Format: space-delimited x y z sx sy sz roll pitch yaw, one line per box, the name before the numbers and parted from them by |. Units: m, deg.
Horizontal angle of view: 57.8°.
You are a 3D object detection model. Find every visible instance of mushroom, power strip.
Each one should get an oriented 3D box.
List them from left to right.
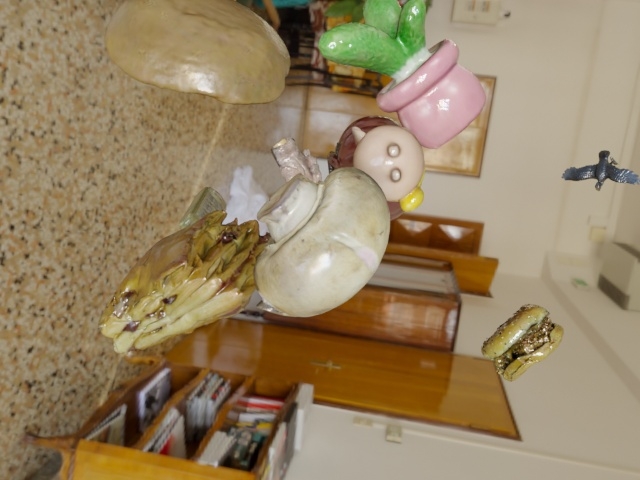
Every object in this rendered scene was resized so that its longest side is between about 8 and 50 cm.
power strip | -0.304 -0.075 1.553 0.066 0.092 0.387 -42 -164 7
mushroom | -0.006 0.005 0.853 0.184 0.255 0.254 48 31 -19

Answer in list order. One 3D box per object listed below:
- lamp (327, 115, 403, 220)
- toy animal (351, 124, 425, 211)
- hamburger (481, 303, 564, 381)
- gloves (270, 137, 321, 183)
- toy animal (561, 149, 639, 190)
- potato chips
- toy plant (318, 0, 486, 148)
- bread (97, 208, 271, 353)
lamp | 0.152 -0.199 1.625 0.303 0.257 0.302 -5 90 -84
toy animal | 0.130 -0.140 1.089 0.248 0.150 0.165 -137 -128 -85
hamburger | 0.434 0.217 1.270 0.177 0.113 0.185 -52 171 8
gloves | -0.055 -0.174 1.355 0.144 0.094 0.110 55 -3 -34
toy animal | 0.788 -0.192 1.621 0.062 0.220 0.107 39 76 -38
potato chips | -0.129 -0.229 0.642 0.195 0.208 0.061 -26 153 -32
toy plant | 0.189 -0.369 1.268 0.356 0.211 0.317 50 46 -18
bread | -0.269 0.065 1.163 0.167 0.325 0.277 62 23 -18
